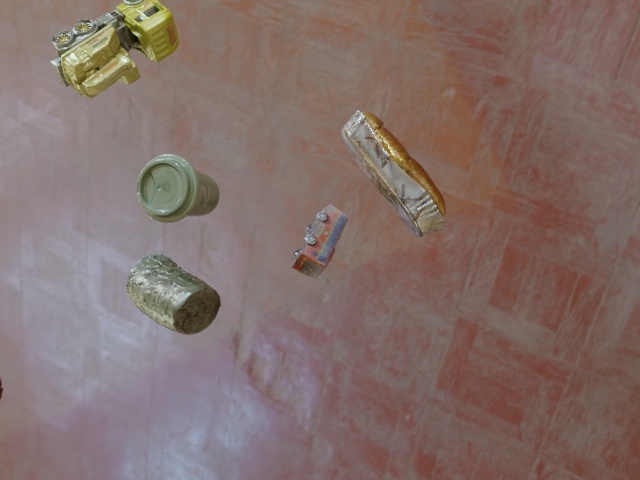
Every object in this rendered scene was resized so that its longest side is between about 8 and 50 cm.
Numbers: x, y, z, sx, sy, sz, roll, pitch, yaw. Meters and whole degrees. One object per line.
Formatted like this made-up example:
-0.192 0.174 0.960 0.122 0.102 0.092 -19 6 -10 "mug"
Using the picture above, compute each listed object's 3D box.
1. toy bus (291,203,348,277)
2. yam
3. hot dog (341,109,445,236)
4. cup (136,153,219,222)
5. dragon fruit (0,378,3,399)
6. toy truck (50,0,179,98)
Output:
0.000 0.000 1.747 0.077 0.192 0.065 31 132 -4 "toy bus"
-0.244 0.094 1.340 0.183 0.107 0.107 21 123 50 "yam"
0.130 -0.120 1.411 0.268 0.075 0.144 57 173 18 "hot dog"
-0.247 -0.085 1.429 0.120 0.141 0.119 -2 85 18 "cup"
-0.618 0.228 1.228 0.299 0.245 0.244 -138 44 -55 "dragon fruit"
-0.426 -0.406 1.711 0.157 0.272 0.124 39 155 28 "toy truck"
